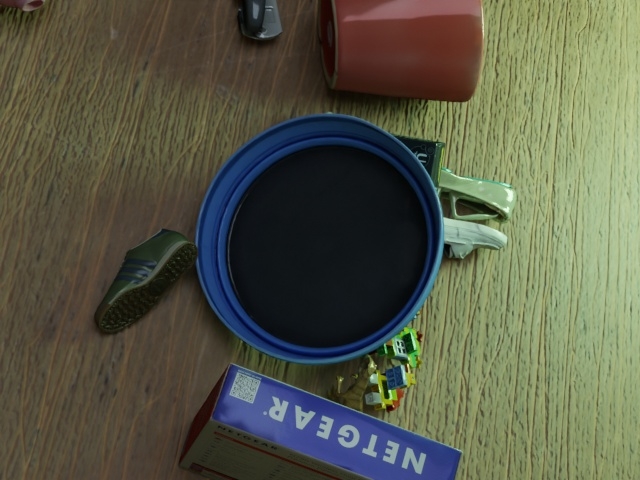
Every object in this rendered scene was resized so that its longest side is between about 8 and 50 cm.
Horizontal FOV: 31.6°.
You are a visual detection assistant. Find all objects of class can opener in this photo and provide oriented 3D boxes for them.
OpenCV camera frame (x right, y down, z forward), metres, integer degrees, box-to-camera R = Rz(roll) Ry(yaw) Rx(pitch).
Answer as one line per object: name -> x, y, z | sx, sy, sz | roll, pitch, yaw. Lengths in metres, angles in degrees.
can opener -> -0.120, -0.480, 2.017 | 0.074, 0.093, 0.280 | -4, 64, -17

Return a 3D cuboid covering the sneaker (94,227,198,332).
sneaker -> -0.282, 0.056, 1.753 | 0.192, 0.064, 0.086 | -43, 47, -9

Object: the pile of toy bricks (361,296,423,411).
pile of toy bricks -> 0.125, 0.158, 1.796 | 0.105, 0.118, 0.212 | 16, 57, -46

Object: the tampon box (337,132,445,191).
tampon box -> 0.113, -0.114, 1.859 | 0.161, 0.101, 0.121 | 11, 98, 14

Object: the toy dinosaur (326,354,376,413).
toy dinosaur -> 0.045, 0.277, 1.735 | 0.064, 0.112, 0.212 | -18, 115, -42

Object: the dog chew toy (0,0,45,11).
dog chew toy -> -0.534, -0.533, 1.863 | 0.206, 0.206, 0.332 | -20, 82, -23

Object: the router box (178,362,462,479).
router box -> -0.011, 0.306, 1.582 | 0.335, 0.301, 0.082 | 22, 64, -6

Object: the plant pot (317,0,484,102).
plant pot -> 0.128, -0.367, 1.956 | 0.243, 0.275, 0.275 | -6, 69, -7

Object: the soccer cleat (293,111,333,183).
soccer cleat -> 0.000, -0.134, 1.902 | 0.076, 0.068, 0.196 | 27, 51, -12

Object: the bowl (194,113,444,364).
bowl -> 0.000, 0.000, 1.752 | 0.391, 0.077, 0.391 | -3, 76, 13

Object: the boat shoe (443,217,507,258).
boat shoe -> 0.225, -0.001, 1.920 | 0.184, 0.066, 0.063 | 13, 78, -13

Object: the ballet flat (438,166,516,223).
ballet flat -> 0.220, -0.083, 1.946 | 0.248, 0.086, 0.086 | 14, 64, -10
